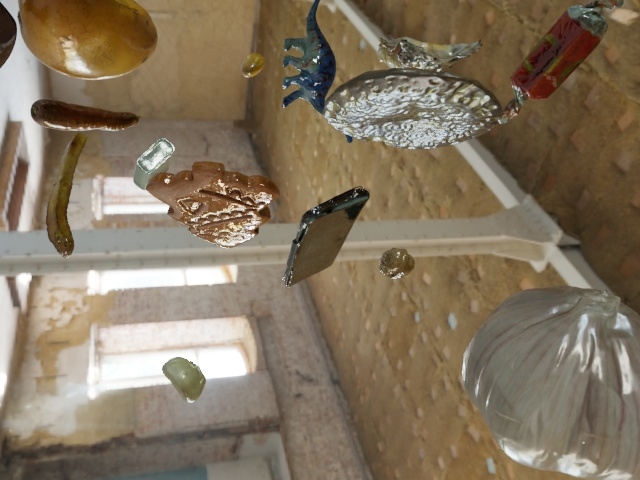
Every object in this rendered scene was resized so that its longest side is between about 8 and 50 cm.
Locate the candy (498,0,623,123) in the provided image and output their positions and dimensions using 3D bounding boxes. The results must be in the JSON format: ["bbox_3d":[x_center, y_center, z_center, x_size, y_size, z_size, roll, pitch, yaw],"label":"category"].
[{"bbox_3d":[0.394,-0.309,1.009,0.292,0.086,0.059,-52,-127,33],"label":"candy"}]

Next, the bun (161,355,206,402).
[{"bbox_3d":[-0.230,0.233,1.038,0.086,0.055,0.086,42,-23,22],"label":"bun"}]

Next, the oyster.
[{"bbox_3d":[0.245,-0.442,1.450,0.271,0.275,0.100,-22,124,-70],"label":"oyster"}]

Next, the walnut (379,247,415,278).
[{"bbox_3d":[0.193,0.057,1.537,0.096,0.079,0.082,-34,-147,56],"label":"walnut"}]

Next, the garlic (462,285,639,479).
[{"bbox_3d":[0.361,0.188,0.885,0.317,0.317,0.259,-117,-148,-53],"label":"garlic"}]

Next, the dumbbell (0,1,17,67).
[{"bbox_3d":[-0.579,-0.341,0.892,0.124,0.225,0.140,-59,171,-12],"label":"dumbbell"}]

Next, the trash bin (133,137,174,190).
[{"bbox_3d":[-0.455,-0.207,1.656,0.116,0.059,0.130,-52,-174,-26],"label":"trash bin"}]

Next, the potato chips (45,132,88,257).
[{"bbox_3d":[-0.298,-0.065,0.714,0.026,0.037,0.204,-33,-136,18],"label":"potato chips"}]

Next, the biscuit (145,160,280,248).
[{"bbox_3d":[-0.224,-0.064,1.343,0.306,0.284,0.043,86,5,-57],"label":"biscuit"}]

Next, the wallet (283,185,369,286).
[{"bbox_3d":[0.000,0.000,1.430,0.045,0.172,0.318,54,-29,19],"label":"wallet"}]

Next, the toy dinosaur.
[{"bbox_3d":[-0.025,-0.356,1.267,0.076,0.144,0.329,-86,166,-79],"label":"toy dinosaur"}]

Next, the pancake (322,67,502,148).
[{"bbox_3d":[0.102,-0.142,0.681,0.199,0.199,0.021,150,-52,-70],"label":"pancake"}]

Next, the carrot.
[{"bbox_3d":[-0.476,-0.252,1.248,0.059,0.248,0.059,4,-83,36],"label":"carrot"}]

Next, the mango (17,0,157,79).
[{"bbox_3d":[-0.422,-0.387,1.113,0.191,0.290,0.160,-43,-109,20],"label":"mango"}]

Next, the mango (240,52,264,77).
[{"bbox_3d":[-0.164,-0.418,1.451,0.046,0.060,0.089,53,21,-24],"label":"mango"}]
